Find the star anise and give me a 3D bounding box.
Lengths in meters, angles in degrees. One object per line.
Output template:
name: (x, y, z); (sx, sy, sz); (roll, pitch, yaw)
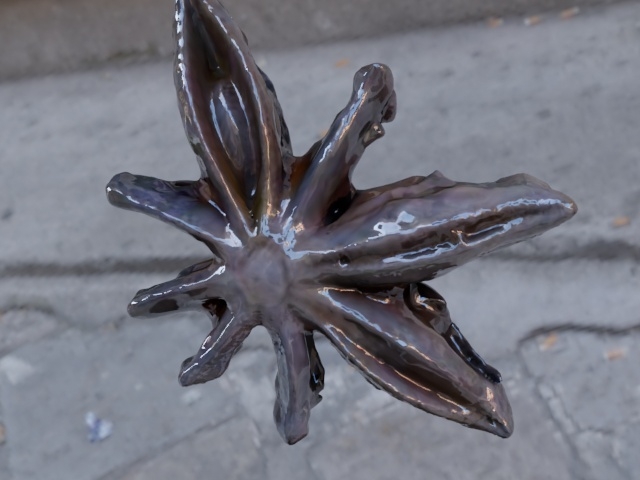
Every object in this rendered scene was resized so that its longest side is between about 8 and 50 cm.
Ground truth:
star anise: (0.004, 0.003, 0.761); (0.257, 0.198, 0.110); (25, 12, 3)
